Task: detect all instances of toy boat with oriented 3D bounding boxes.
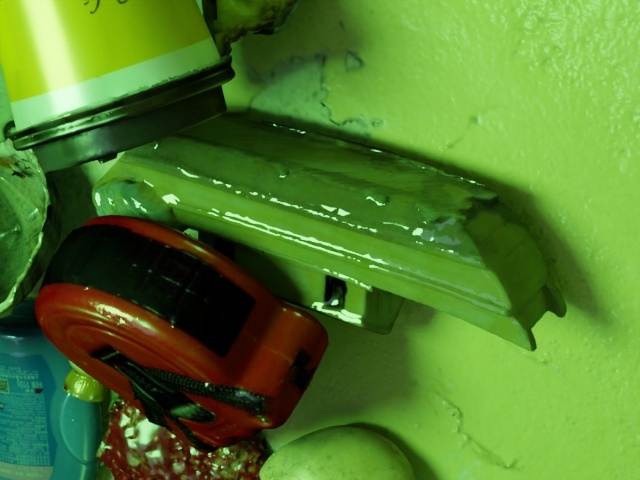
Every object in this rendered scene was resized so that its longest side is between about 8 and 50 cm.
[{"bbox_3d":[0.000,0.000,1.738,0.445,0.136,0.162,16,122,27],"label":"toy boat"}]

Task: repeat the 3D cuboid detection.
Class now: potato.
[{"bbox_3d":[0.020,0.231,1.839,0.147,0.112,0.112,10,115,23],"label":"potato"}]

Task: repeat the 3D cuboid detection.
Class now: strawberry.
[{"bbox_3d":[-0.131,0.208,1.938,0.208,0.087,0.167,24,119,22],"label":"strawberry"}]

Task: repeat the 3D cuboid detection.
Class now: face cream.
[{"bbox_3d":[-0.294,0.196,2.041,0.149,0.083,0.264,7,113,21],"label":"face cream"},{"bbox_3d":[-0.206,0.069,1.932,0.072,0.051,0.182,37,116,46],"label":"face cream"}]

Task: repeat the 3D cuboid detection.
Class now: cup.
[{"bbox_3d":[-0.190,-0.202,1.617,0.196,0.196,0.280,-11,100,36],"label":"cup"}]

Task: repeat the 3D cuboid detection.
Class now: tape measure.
[{"bbox_3d":[-0.133,0.086,1.777,0.260,0.114,0.253,33,158,-13],"label":"tape measure"}]

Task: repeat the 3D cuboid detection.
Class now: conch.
[{"bbox_3d":[-0.347,-0.002,1.947,0.210,0.159,0.291,-16,65,3],"label":"conch"}]

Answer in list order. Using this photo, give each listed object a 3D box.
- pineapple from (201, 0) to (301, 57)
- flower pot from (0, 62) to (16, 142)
[{"bbox_3d":[-0.040,-0.315,1.633,0.334,0.158,0.161,84,172,-55],"label":"pineapple"},{"bbox_3d":[-0.310,-0.234,1.784,0.290,0.290,0.259,-24,109,38],"label":"flower pot"}]
